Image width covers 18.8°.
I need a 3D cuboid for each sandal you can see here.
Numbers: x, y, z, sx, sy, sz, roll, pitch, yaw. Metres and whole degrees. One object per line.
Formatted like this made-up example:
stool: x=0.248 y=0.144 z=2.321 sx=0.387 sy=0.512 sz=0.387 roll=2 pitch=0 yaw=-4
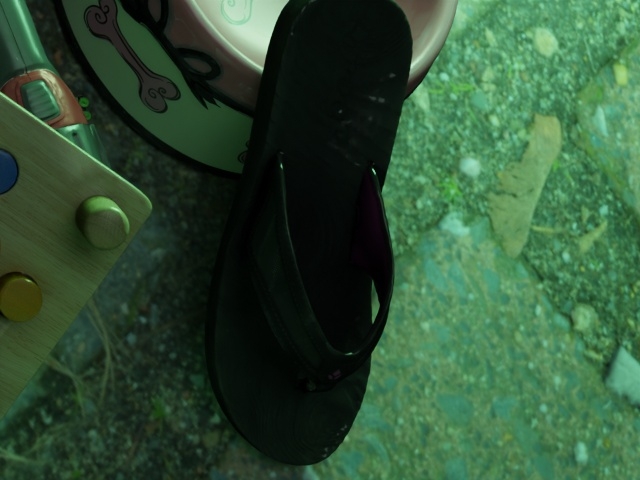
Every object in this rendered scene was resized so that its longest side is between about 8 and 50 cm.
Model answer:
sandal: x=-0.002 y=-0.001 z=1.709 sx=0.167 sy=0.107 sz=0.446 roll=-1 pitch=106 yaw=-27

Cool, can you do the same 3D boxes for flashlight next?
flashlight: x=-0.283 y=-0.180 z=1.691 sx=0.304 sy=0.103 sz=0.103 roll=67 pitch=19 yaw=6

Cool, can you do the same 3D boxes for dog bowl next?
dog bowl: x=-0.044 y=-0.270 z=1.832 sx=0.408 sy=0.150 sz=0.408 roll=9 pitch=73 yaw=-31

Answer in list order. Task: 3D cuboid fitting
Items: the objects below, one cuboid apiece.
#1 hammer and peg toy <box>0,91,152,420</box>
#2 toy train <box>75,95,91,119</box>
hammer and peg toy: x=-0.342 y=-0.034 z=1.533 sx=0.361 sy=0.127 sz=0.266 roll=37 pitch=90 yaw=-19
toy train: x=-0.217 y=-0.091 z=1.752 sx=0.023 sy=0.017 sz=0.083 roll=-6 pitch=80 yaw=-23
